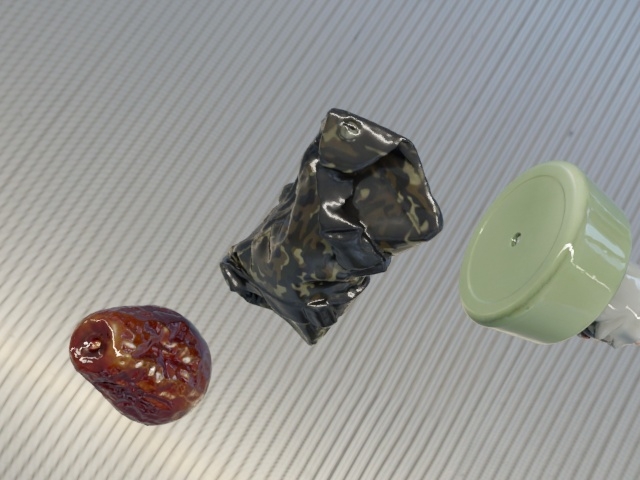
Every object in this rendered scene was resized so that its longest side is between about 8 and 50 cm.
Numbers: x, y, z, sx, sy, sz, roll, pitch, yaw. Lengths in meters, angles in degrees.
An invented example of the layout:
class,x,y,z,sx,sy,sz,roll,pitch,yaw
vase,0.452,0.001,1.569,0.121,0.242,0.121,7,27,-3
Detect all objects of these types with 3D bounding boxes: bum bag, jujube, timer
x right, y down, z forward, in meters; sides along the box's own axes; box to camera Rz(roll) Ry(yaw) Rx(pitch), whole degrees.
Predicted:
class,x,y,z,sx,sy,sz,roll,pitch,yaw
bum bag,0.001,0.000,0.655,0.102,0.248,0.069,36,55,-4
jujube,-0.284,0.190,1.463,0.190,0.255,0.190,-9,67,20
timer,0.429,0.069,1.484,0.315,0.291,0.291,30,72,-18
